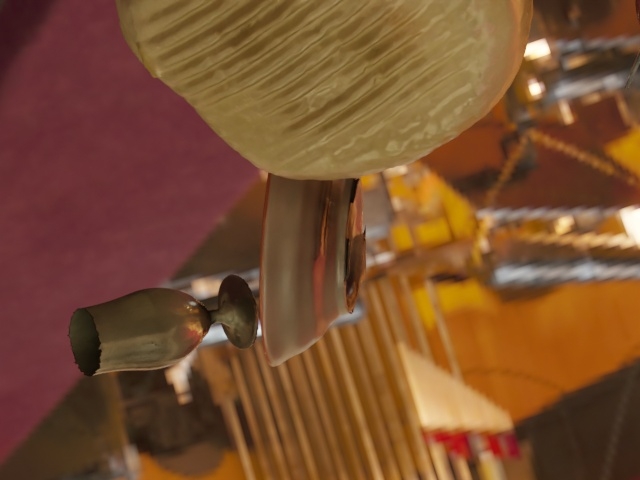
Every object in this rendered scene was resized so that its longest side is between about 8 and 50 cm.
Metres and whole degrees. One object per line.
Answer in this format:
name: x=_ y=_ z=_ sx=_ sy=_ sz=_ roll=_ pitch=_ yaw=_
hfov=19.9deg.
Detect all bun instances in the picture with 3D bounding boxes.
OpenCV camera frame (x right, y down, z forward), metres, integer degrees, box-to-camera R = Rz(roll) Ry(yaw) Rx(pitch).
bun: x=0.005 y=-0.221 z=1.560 sx=0.361 sy=0.213 sz=0.361 roll=5 pitch=134 yaw=5

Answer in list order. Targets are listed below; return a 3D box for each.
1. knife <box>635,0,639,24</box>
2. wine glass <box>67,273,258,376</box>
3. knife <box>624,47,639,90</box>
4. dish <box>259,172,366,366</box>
knife: x=0.316 y=-0.282 z=1.583 sx=0.123 sy=0.053 sz=0.278 roll=-11 pitch=152 yaw=-7
wine glass: x=-0.177 y=0.097 z=2.038 sx=0.202 sy=0.093 sz=0.093 roll=-11 pitch=164 yaw=-31
knife: x=0.369 y=-0.299 z=1.854 sx=0.019 sy=0.313 sz=0.044 roll=22 pitch=-171 yaw=3
dish: x=0.000 y=0.000 z=1.830 sx=0.085 sy=0.260 sz=0.260 roll=4 pitch=166 yaw=7
